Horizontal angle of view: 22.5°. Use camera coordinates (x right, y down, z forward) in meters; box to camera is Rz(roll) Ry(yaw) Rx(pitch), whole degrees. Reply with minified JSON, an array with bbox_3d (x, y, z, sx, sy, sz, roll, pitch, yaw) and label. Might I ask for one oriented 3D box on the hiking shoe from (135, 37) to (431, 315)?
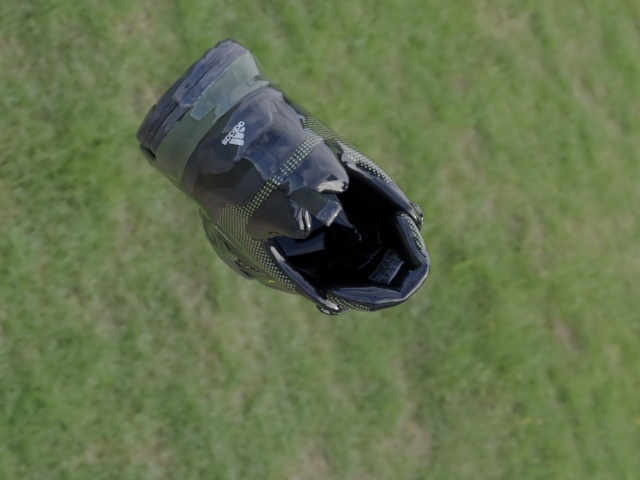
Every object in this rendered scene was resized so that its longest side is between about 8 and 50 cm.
[{"bbox_3d":[0.000,0.000,0.725,0.114,0.086,0.227,46,4,25],"label":"hiking shoe"}]
